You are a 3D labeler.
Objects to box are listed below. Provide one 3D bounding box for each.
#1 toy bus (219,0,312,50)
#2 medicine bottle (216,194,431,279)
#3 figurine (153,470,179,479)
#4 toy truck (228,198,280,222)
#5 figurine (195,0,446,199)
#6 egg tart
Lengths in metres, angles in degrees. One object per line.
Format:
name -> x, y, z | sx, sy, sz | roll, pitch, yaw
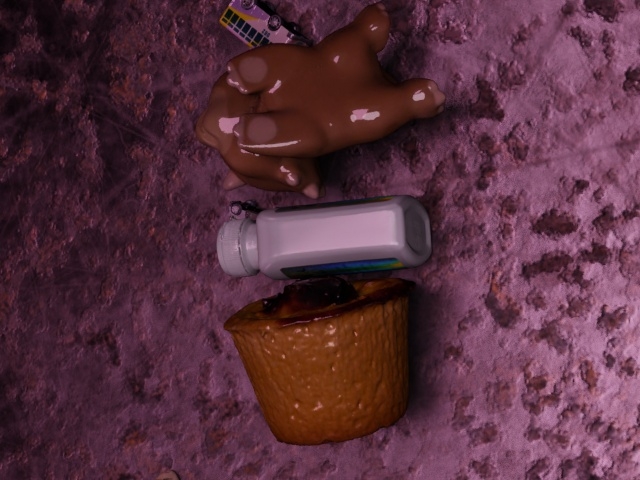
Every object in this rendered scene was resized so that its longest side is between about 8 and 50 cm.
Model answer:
toy bus -> -0.066, -0.247, 1.776 | 0.102, 0.052, 0.058 | 42, 106, 25
medicine bottle -> 0.000, 0.000, 1.669 | 0.228, 0.121, 0.083 | -7, 84, 20
figurine -> -0.178, 0.311, 1.792 | 0.047, 0.050, 0.083 | -47, 67, 11
toy truck -> -0.069, -0.019, 1.768 | 0.083, 0.039, 0.044 | 17, 108, 26
figurine -> -0.013, -0.140, 1.686 | 0.247, 0.173, 0.177 | -29, 75, -10
egg tart -> 0.008, 0.121, 1.636 | 0.215, 0.215, 0.171 | -8, 98, 27
